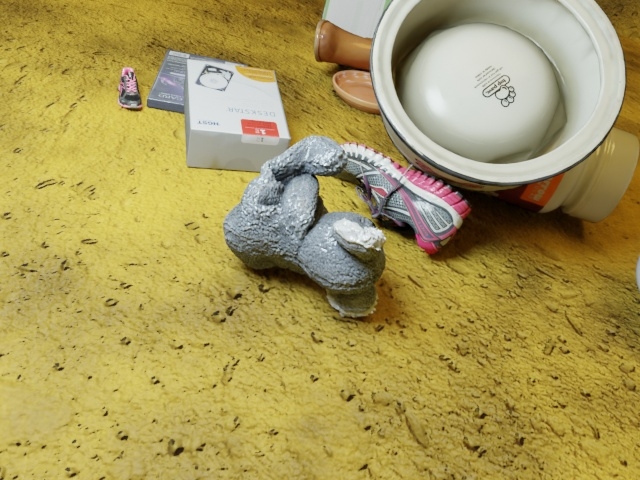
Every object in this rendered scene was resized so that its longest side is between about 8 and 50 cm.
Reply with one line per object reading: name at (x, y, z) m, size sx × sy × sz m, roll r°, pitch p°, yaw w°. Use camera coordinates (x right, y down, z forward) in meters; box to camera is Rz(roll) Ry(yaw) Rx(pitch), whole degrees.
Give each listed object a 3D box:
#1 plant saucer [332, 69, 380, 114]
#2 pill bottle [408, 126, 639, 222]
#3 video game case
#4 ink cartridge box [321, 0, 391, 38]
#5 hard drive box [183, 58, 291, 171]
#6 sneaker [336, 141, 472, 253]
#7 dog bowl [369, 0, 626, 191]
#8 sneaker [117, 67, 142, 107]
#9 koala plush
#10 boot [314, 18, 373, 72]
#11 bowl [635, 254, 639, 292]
plant saucer at (0.124, -0.372, 1.434) m, size 0.200 × 0.037 × 0.200 m, roll 11°, pitch 37°, yaw -8°
pill bottle at (0.397, -0.186, 1.142) m, size 0.392 × 0.224 × 0.224 m, roll 20°, pitch 37°, yaw 6°
video game case at (-0.265, -0.351, 1.273) m, size 0.196 × 0.026 × 0.274 m, roll 8°, pitch 38°, yaw -10°
ink cartridge box at (0.130, -0.721, 1.773) m, size 0.235 × 0.171 × 0.056 m, roll 10°, pitch 37°, yaw -8°
hard drive box at (-0.167, -0.240, 1.091) m, size 0.181 × 0.089 × 0.232 m, roll 2°, pitch 47°, yaw -18°
sneaker at (0.116, -0.086, 1.011) m, size 0.299 × 0.112 × 0.121 m, roll 33°, pitch 2°, yaw 39°
dog bowl at (0.282, -0.265, 0.972) m, size 0.408 × 0.150 × 0.408 m, roll 0°, pitch 76°, yaw 0°
sneaker at (-0.387, -0.311, 1.149) m, size 0.047 × 0.057 × 0.119 m, roll -3°, pitch 42°, yaw -26°
koala plush at (0.000, 0.000, 0.801) m, size 0.203 × 0.196 × 0.221 m, roll -33°, pitch 58°, yaw -32°
boot at (0.115, -0.481, 1.453) m, size 0.220 × 0.109 × 0.283 m, roll 15°, pitch 5°, yaw 19°
bowl at (0.649, 0.102, 0.938) m, size 0.298 × 0.134 × 0.298 m, roll 11°, pitch 37°, yaw -8°
